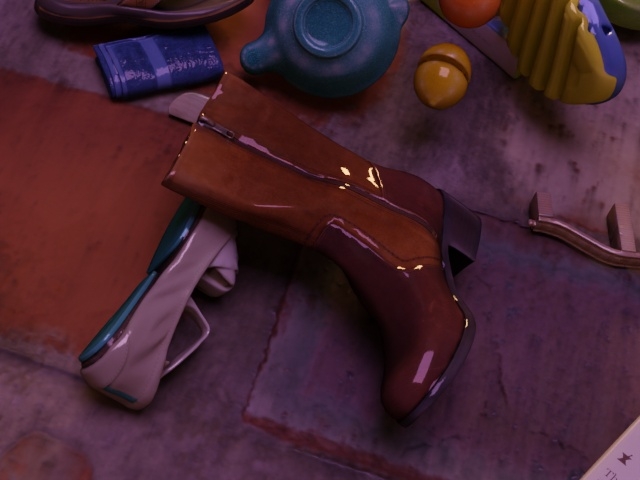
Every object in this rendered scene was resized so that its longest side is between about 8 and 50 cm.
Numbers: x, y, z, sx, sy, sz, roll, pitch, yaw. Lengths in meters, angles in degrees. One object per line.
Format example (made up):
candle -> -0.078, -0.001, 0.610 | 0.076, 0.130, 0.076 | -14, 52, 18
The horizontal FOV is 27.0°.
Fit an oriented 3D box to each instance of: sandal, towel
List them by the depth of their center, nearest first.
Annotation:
towel -> -0.158, -0.177, 1.318 | 0.120, 0.029, 0.067 | -14, 59, -22
sandal -> -0.175, -0.251, 1.334 | 0.219, 0.060, 0.090 | 1, 25, -6
sandal -> 0.242, -0.272, 1.367 | 0.138, 0.126, 0.317 | -8, 58, -22

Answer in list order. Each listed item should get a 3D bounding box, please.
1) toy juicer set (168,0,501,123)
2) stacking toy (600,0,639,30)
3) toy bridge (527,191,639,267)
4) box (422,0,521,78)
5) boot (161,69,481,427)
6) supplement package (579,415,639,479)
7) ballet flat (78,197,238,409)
toy juicer set -> 0.037, -0.181, 1.303 | 0.209, 0.089, 0.329 | 42, 95, 2
stacking toy -> 0.408, -0.371, 1.498 | 0.309, 0.130, 0.279 | 8, 54, -15
toy bridge -> 0.290, -0.005, 1.290 | 0.188, 0.026, 0.063 | 7, 54, -9
box -> 0.200, -0.250, 1.441 | 0.109, 0.042, 0.178 | -34, 68, -30
boot -> 0.000, 0.000, 1.126 | 0.280, 0.096, 0.264 | 29, 50, -15
supplement package -> 0.286, 0.210, 1.063 | 0.139, 0.134, 0.244 | 40, 56, 17
ballet flat -> -0.119, 0.041, 1.145 | 0.086, 0.086, 0.248 | 25, 54, 7
